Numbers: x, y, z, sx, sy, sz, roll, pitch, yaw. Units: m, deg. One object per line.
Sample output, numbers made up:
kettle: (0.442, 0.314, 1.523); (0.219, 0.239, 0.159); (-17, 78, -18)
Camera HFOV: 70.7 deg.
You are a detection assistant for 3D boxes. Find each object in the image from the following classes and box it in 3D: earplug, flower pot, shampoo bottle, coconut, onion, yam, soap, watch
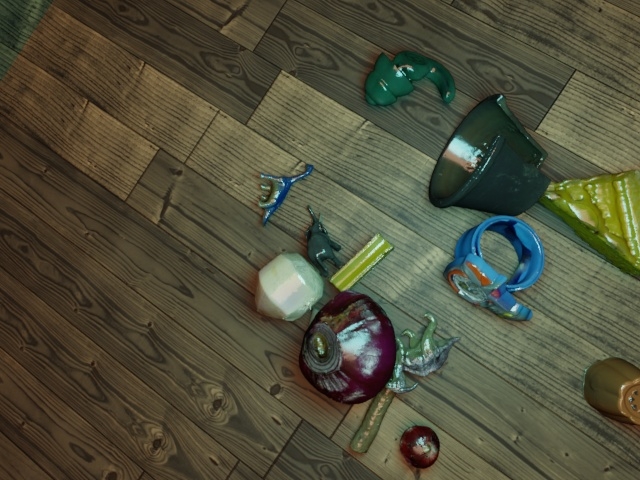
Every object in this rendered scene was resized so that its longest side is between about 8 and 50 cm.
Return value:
earplug: (0.290, -0.541, 1.546); (0.280, 0.164, 0.257); (-34, 117, 16)
flower pot: (0.533, -0.219, 1.396); (0.251, 0.379, 0.379); (25, 89, -11)
shampoo bottle: (-0.023, 0.331, 1.544); (0.056, 0.056, 0.195); (14, 86, 11)
flower pot: (0.902, 0.449, 1.320); (0.191, 0.173, 0.190); (-1, 84, 7)
coconut: (-0.113, 0.163, 1.500); (0.224, 0.224, 0.234); (40, 86, 11)
onion: (0.315, 0.650, 1.428); (0.131, 0.131, 0.131); (-1, 85, 9)
yam: (0.191, 0.556, 1.483); (0.066, 0.066, 0.299); (28, 90, 11)
onion: (0.104, 0.338, 1.380); (0.260, 0.282, 0.336); (27, 89, 40)
soap: (0.827, -0.024, 1.379); (0.305, 0.169, 0.338); (-9, 82, 9)
soap: (0.139, 0.076, 1.501); (0.233, 0.135, 0.076); (-42, 80, 4)
watch: (0.571, 0.084, 1.392); (0.305, 0.241, 0.274); (38, 74, 1)

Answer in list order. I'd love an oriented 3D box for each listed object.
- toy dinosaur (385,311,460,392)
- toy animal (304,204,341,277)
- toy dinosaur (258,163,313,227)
toy dinosaur: (0.312, 0.364, 1.462); (0.294, 0.077, 0.162); (-37, 73, -3)
toy animal: (0.005, 0.004, 1.534); (0.082, 0.137, 0.269); (-28, 40, 18)
toy dinosaur: (-0.126, -0.159, 1.604); (0.188, 0.075, 0.247); (4, 79, 2)
